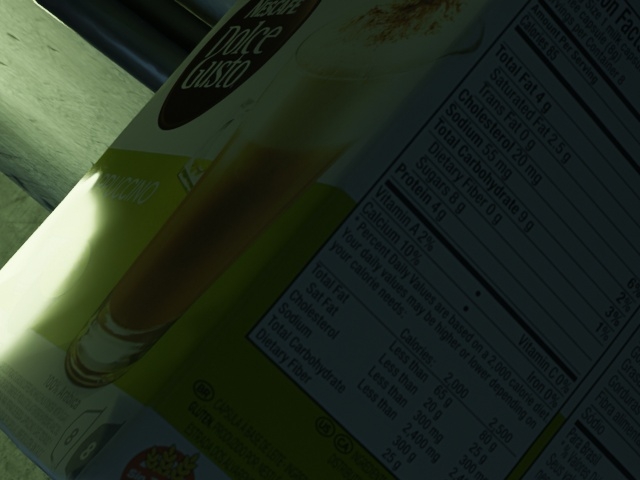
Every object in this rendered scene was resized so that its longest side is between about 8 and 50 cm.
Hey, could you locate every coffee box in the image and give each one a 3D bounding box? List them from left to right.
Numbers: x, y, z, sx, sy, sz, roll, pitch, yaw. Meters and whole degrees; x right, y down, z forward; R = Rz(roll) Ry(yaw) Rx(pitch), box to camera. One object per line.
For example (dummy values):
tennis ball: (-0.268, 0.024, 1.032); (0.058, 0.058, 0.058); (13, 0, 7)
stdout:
coffee box: (0.052, 0.063, 0.810); (0.338, 0.334, 0.337); (45, 168, -22)

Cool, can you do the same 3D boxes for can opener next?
can opener: (-0.094, -0.146, 1.158); (0.280, 0.074, 0.093); (34, 134, 11)
